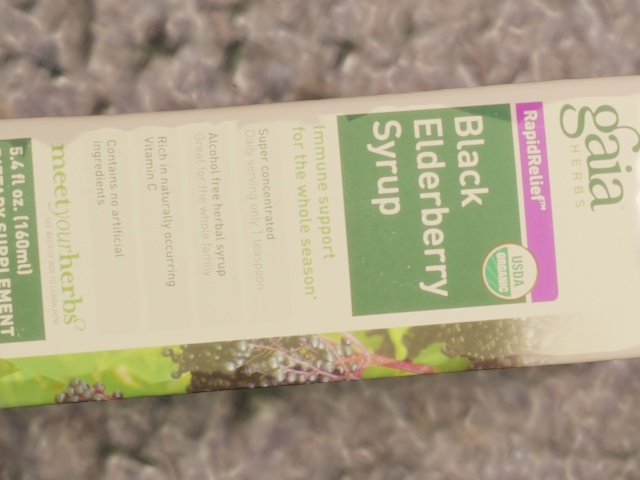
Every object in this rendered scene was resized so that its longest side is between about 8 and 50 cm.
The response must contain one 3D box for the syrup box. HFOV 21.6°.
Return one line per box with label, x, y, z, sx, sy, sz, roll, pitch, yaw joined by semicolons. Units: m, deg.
syrup box;0.000;0.000;0.581;0.237;0.096;0.093;-4;89;-2
